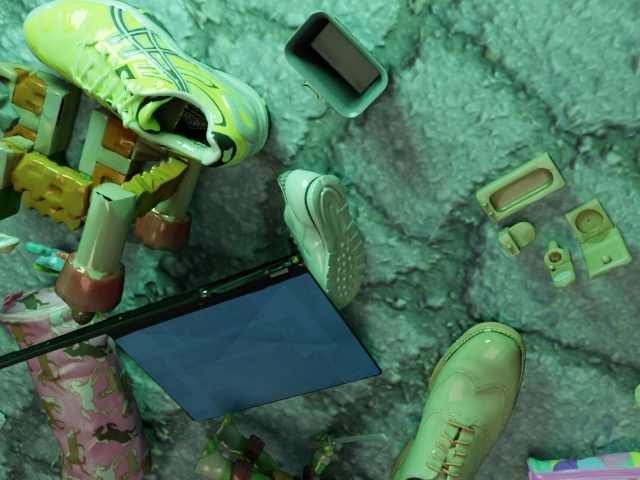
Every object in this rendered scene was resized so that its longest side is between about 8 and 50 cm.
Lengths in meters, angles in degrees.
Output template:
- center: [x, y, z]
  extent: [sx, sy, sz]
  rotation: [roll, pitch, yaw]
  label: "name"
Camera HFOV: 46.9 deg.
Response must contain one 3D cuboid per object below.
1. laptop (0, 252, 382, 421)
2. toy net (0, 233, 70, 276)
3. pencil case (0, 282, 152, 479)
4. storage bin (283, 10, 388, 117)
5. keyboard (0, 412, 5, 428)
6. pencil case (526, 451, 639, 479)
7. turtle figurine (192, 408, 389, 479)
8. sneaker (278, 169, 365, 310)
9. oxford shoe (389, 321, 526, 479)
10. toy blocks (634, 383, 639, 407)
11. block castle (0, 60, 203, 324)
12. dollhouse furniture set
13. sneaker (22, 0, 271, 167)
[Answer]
- center: [-0.175, 0.189, 1.074]
  extent: [0.382, 0.408, 0.236]
  rotation: [-20, 90, 23]
  label: "laptop"
- center: [-0.458, 0.024, 1.157]
  extent: [0.122, 0.232, 0.045]
  rotation: [15, 84, 31]
  label: "toy net"
- center: [-0.415, 0.255, 1.268]
  extent: [0.167, 0.160, 0.386]
  rotation: [-19, 110, -22]
  label: "pencil case"
- center: [0.025, -0.239, 1.004]
  extent: [0.135, 0.091, 0.098]
  rotation: [44, 114, -5]
  label: "storage bin"
- center: [-0.725, 0.292, 1.429]
  extent: [0.256, 0.014, 0.072]
  rotation: [37, 114, -3]
  label: "keyboard"
- center: [0.442, 0.378, 1.150]
  extent: [0.236, 0.104, 0.104]
  rotation: [-12, 108, 17]
  label: "pencil case"
- center: [-0.048, 0.360, 1.191]
  extent: [0.266, 0.198, 0.275]
  rotation: [29, 141, 2]
  label: "turtle figurine"
- center: [0.000, 0.000, 1.118]
  extent: [0.094, 0.090, 0.235]
  rotation: [13, 126, 39]
  label: "sneaker"
- center: [0.214, 0.313, 1.148]
  extent: [0.140, 0.146, 0.397]
  rotation: [20, 114, 5]
  label: "oxford shoe"
- center: [0.648, 0.219, 1.004]
  extent: [0.260, 0.309, 0.289]
  rotation: [3, 130, -23]
  label: "toy blocks"
- center: [-0.422, -0.087, 1.048]
  extent: [0.453, 0.303, 0.213]
  rotation: [25, 115, 5]
  label: "block castle"
- center: [0.312, -0.022, 1.006]
  extent: [0.144, 0.123, 0.151]
  rotation: [-30, 102, 22]
  label: "dollhouse furniture set"
- center: [-0.255, -0.230, 1.042]
  extent: [0.384, 0.147, 0.145]
  rotation: [26, 116, 3]
  label: "sneaker"
